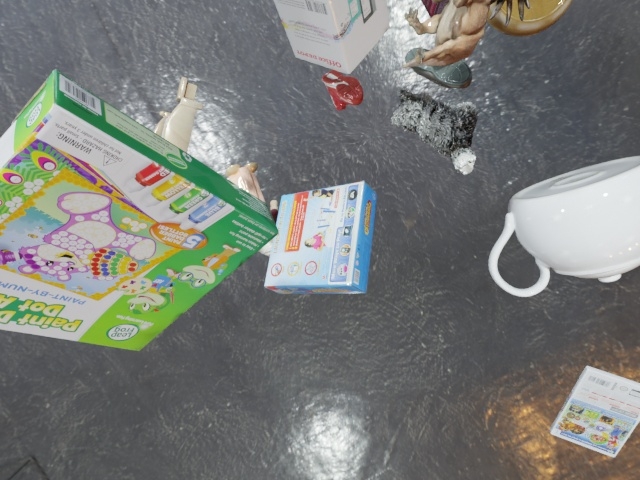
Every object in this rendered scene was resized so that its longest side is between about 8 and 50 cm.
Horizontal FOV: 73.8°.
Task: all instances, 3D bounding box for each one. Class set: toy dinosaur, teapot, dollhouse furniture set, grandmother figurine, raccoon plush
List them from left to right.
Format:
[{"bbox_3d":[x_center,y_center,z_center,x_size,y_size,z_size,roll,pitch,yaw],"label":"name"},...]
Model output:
[{"bbox_3d":[-0.330,-0.176,0.788,0.173,0.303,0.356,12,90,-27],"label":"dollhouse furniture set"},{"bbox_3d":[-0.227,-0.101,1.477,0.207,0.104,0.343,-18,76,-28],"label":"grandmother figurine"},{"bbox_3d":[0.421,-0.435,1.599,0.299,0.446,0.216,17,117,-1],"label":"raccoon plush"},{"bbox_3d":[0.291,-0.434,0.839,0.200,0.127,0.296,-5,148,-28],"label":"toy dinosaur"},{"bbox_3d":[0.453,-0.017,0.718,0.256,0.252,0.187,-11,101,55],"label":"teapot"}]

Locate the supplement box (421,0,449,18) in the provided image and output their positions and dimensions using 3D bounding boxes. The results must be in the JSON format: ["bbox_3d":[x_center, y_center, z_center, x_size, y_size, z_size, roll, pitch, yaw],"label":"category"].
[{"bbox_3d":[0.380,-0.732,1.281,0.073,0.130,0.240,-10,64,-11],"label":"supplement box"}]

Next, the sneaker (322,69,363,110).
[{"bbox_3d":[0.098,-0.513,1.522,0.087,0.221,0.128,-34,141,1],"label":"sneaker"}]

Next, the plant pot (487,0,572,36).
[{"bbox_3d":[0.465,-0.582,0.942,0.236,0.032,0.237,0,109,-1],"label":"plant pot"}]

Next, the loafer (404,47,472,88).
[{"bbox_3d":[0.408,-0.579,1.452,0.096,0.084,0.267,-50,57,3],"label":"loafer"}]

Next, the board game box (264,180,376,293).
[{"bbox_3d":[0.000,0.000,1.253,0.301,0.086,0.309,-5,66,35],"label":"board game box"}]

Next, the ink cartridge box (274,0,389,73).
[{"bbox_3d":[0.023,-0.597,1.044,0.198,0.270,0.197,30,74,28],"label":"ink cartridge box"}]

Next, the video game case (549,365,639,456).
[{"bbox_3d":[0.385,0.236,0.585,0.087,0.011,0.122,17,114,12],"label":"video game case"}]

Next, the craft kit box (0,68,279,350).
[{"bbox_3d":[-0.210,0.007,0.420,0.246,0.250,0.061,-37,54,17],"label":"craft kit box"}]
